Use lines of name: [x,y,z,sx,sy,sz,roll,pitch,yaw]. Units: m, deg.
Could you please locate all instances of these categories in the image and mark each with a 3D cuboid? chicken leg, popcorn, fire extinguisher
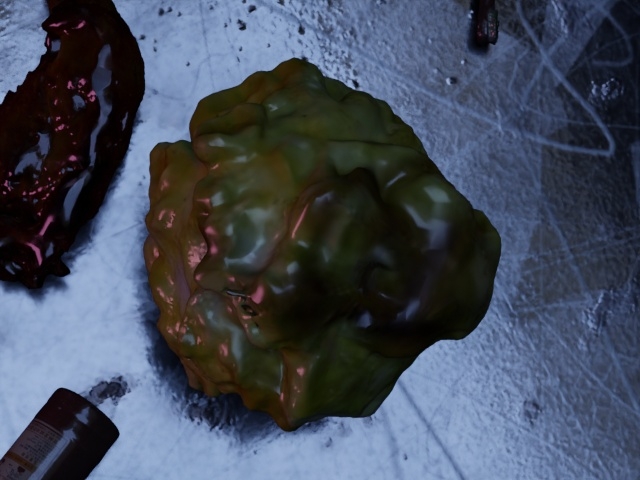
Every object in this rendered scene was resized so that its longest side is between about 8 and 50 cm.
chicken leg: [-0.237,-0.154,1.482,0.158,0.096,0.407,-2,78,11]
popcorn: [-0.016,-0.005,1.397,0.312,0.312,0.312,2,80,-9]
fire extinguisher: [-0.277,0.234,1.413,0.231,0.099,0.071,-52,125,-18]

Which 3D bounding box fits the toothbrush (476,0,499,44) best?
toothbrush: [0.175,-0.368,1.604,0.041,0.041,0.364,7,79,-8]
